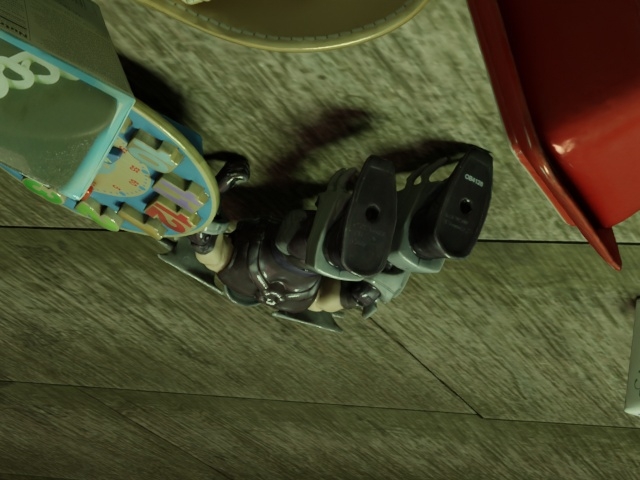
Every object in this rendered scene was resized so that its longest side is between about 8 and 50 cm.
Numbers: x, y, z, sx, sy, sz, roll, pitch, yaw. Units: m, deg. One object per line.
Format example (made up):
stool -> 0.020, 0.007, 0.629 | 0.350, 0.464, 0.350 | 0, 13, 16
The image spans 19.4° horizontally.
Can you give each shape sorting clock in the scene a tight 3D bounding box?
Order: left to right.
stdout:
shape sorting clock -> -0.162, -0.061, 1.239 | 0.206, 0.040, 0.206 | 18, 156, 8

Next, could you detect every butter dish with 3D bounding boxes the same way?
butter dish -> 0.148, -0.089, 0.915 | 0.118, 0.160, 0.160 | -21, 152, 16

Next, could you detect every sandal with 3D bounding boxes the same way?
sandal -> -0.063, -0.152, 0.887 | 0.240, 0.088, 0.079 | 13, 168, 7

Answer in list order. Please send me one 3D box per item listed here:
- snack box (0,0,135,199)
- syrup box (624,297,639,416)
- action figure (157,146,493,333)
snack box -> -0.245, -0.137, 0.855 | 0.322, 0.060, 0.187 | 27, -168, -19
syrup box -> 0.330, 0.078, 1.350 | 0.096, 0.093, 0.237 | 19, 160, -26
action figure -> 0.000, 0.000, 1.303 | 0.185, 0.099, 0.285 | 12, 167, -27
